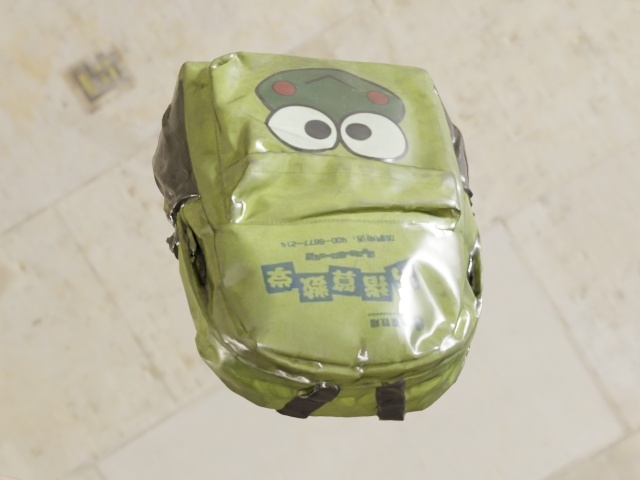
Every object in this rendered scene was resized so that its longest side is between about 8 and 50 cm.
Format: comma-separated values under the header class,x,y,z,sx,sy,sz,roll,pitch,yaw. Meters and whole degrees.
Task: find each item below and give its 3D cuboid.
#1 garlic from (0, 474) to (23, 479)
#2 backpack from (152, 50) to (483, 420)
class,x,y,z,sx,sy,sz,roll,pitch,yaw
garlic,-0.183,0.233,0.901,0.191,0.214,0.160,-44,8,-34
backpack,0.000,0.000,0.977,0.207,0.253,0.140,1,-39,-14
